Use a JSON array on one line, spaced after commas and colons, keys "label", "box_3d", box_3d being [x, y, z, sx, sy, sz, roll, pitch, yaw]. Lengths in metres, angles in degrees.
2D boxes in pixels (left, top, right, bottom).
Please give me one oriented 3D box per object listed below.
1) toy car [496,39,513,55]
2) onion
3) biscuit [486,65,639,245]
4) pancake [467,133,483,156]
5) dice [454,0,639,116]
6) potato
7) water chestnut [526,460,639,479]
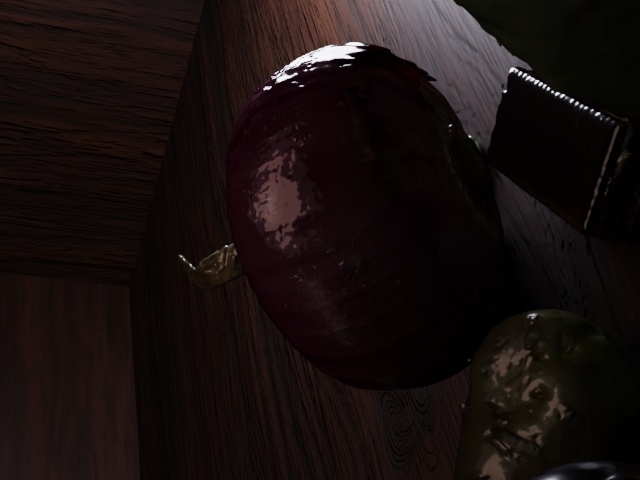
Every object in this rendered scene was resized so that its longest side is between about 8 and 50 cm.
[{"label": "toy car", "box_3d": [0.217, -0.269, 1.268, 0.073, 0.054, 0.143, 158, 117, -69]}, {"label": "onion", "box_3d": [0.034, -0.005, 1.217, 0.345, 0.358, 0.358, -42, 24, 2]}, {"label": "biscuit", "box_3d": [0.232, -0.084, 1.118, 0.252, 0.070, 0.106, -128, 49, -66]}, {"label": "pancake", "box_3d": [0.157, -0.063, 1.417, 0.116, 0.022, 0.129, -108, 31, -59]}, {"label": "dice", "box_3d": [0.253, -0.282, 0.724, 0.330, 0.318, 0.322, 120, 152, -50]}, {"label": "potato", "box_3d": [0.184, 0.188, 1.013, 0.165, 0.165, 0.262, -169, 90, -72]}, {"label": "water chestnut", "box_3d": [0.196, 0.281, 0.803, 0.289, 0.244, 0.289, -32, 54, 57]}]
